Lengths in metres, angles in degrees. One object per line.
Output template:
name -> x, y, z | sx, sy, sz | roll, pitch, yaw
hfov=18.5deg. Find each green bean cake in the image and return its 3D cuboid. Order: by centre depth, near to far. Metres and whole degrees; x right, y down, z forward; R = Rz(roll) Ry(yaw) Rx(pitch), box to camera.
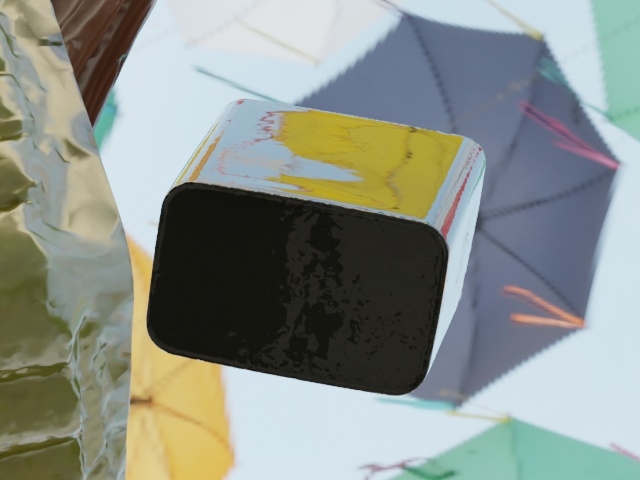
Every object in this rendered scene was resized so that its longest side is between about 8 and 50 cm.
green bean cake -> -0.154, 0.026, 0.765 | 0.236, 0.124, 0.233 | -113, -156, -44

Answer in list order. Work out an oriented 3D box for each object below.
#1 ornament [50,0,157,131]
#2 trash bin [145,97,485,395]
ornament -> -0.187, -0.119, 0.992 | 0.217, 0.235, 0.221 | -56, -162, 20
trash bin -> 0.000, 0.000, 1.094 | 0.165, 0.225, 0.115 | 11, -78, 4
